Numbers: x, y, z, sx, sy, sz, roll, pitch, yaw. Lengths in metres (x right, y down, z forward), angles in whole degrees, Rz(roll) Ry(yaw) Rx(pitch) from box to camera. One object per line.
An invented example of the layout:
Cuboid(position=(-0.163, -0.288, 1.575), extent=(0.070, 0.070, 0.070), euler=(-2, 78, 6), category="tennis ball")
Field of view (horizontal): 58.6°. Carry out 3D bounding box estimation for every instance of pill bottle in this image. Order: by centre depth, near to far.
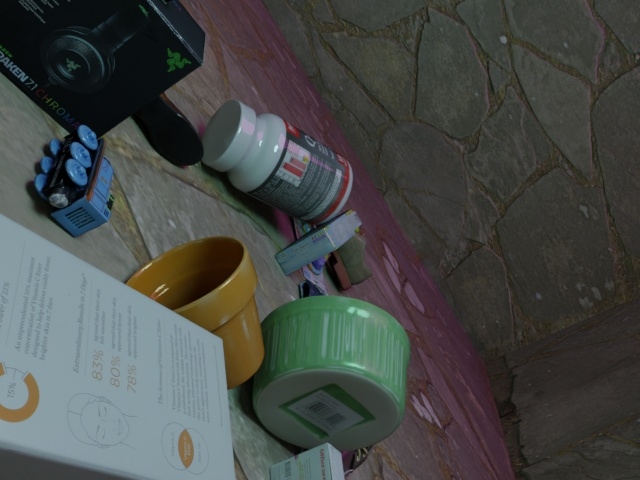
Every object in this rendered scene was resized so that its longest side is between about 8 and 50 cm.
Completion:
Cuboid(position=(-0.108, -0.194, 1.454), extent=(0.362, 0.210, 0.210), euler=(26, 36, -38), category="pill bottle")

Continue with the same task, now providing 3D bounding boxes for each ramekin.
Cuboid(position=(0.017, 0.258, 1.055), extent=(0.303, 0.303, 0.148), euler=(51, 27, -31), category="ramekin")

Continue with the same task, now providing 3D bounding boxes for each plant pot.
Cuboid(position=(-0.178, 0.126, 0.891), extent=(0.205, 0.205, 0.188), euler=(-87, 160, -60), category="plant pot")

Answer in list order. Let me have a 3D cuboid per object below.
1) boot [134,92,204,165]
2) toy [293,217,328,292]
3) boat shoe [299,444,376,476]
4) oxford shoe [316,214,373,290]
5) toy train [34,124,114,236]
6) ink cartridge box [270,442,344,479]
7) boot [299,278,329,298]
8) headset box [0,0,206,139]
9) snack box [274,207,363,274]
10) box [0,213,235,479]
Cuboid(position=(-0.364, -0.319, 1.266), extent=(0.264, 0.096, 0.280), euler=(39, 19, -35), category="boot")
Cuboid(position=(-0.016, 0.028, 1.717), extent=(0.137, 0.056, 0.237), euler=(40, 27, -48), category="toy")
Cuboid(position=(0.053, 0.430, 1.206), extent=(0.117, 0.096, 0.324), euler=(64, 17, 10), category="boat shoe")
Cuboid(position=(0.068, -0.018, 1.777), extent=(0.123, 0.130, 0.348), euler=(-124, -166, -64), category="oxford shoe")
Cuboid(position=(-0.367, -0.096, 0.872), extent=(0.184, 0.080, 0.105), euler=(-102, 166, -49), category="toy train")
Cuboid(position=(-0.021, 0.414, 0.974), extent=(0.052, 0.122, 0.089), euler=(48, 22, -37), category="ink cartridge box")
Cuboid(position=(-0.010, 0.187, 1.484), extent=(0.086, 0.069, 0.190), euler=(40, 18, -35), category="boot")
Cuboid(position=(-0.356, -0.337, 0.921), extent=(0.246, 0.283, 0.131), euler=(49, 20, -37), category="headset box")
Cuboid(position=(0.000, 0.000, 1.536), extent=(0.070, 0.174, 0.207), euler=(59, 30, -5), category="snack box")
Cuboid(position=(-0.263, 0.164, 0.592), extent=(0.345, 0.168, 0.215), euler=(44, 24, -46), category="box")
